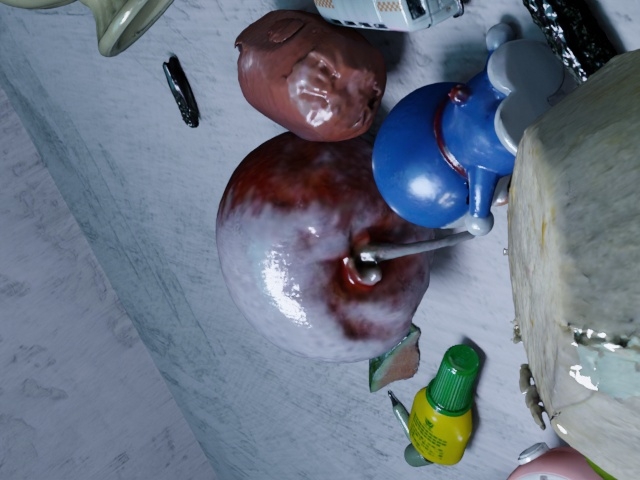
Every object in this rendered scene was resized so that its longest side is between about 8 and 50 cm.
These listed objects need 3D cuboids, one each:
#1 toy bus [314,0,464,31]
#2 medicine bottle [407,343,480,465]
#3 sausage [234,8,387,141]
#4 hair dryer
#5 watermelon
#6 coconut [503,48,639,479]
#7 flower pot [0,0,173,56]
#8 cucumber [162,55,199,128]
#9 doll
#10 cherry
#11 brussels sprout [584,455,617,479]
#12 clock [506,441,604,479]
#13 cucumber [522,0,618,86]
[{"bbox_3d":[0.064,-0.277,1.073,0.194,0.089,0.087,23,141,52],"label":"toy bus"},{"bbox_3d":[0.198,0.260,1.539,0.111,0.076,0.309,38,152,21],"label":"medicine bottle"},{"bbox_3d":[-0.017,-0.208,1.212,0.280,0.152,0.152,36,153,61],"label":"sausage"},{"bbox_3d":[0.161,0.337,1.770,0.150,0.047,0.071,63,155,8],"label":"hair dryer"},{"bbox_3d":[0.121,0.174,1.615,0.155,0.080,0.101,96,169,-59],"label":"watermelon"},{"bbox_3d":[0.322,0.029,0.694,0.346,0.361,0.346,-2,-90,-89],"label":"coconut"},{"bbox_3d":[-0.319,-0.418,1.385,0.244,0.307,0.307,41,158,-10],"label":"flower pot"},{"bbox_3d":[-0.245,-0.261,1.732,0.034,0.033,0.134,26,144,42],"label":"cucumber"},{"bbox_3d":[0.164,-0.109,1.030,0.161,0.215,0.257,16,163,-22],"label":"doll"},{"bbox_3d":[0.006,0.012,1.340,0.326,0.291,0.335,60,165,8],"label":"cherry"},{"bbox_3d":[0.368,0.220,1.125,0.155,0.118,0.155,10,104,43],"label":"brussels sprout"},{"bbox_3d":[0.355,0.387,1.337,0.227,0.142,0.241,-40,75,42],"label":"clock"},{"bbox_3d":[0.241,-0.187,0.913,0.181,0.053,0.053,56,156,-5],"label":"cucumber"}]
